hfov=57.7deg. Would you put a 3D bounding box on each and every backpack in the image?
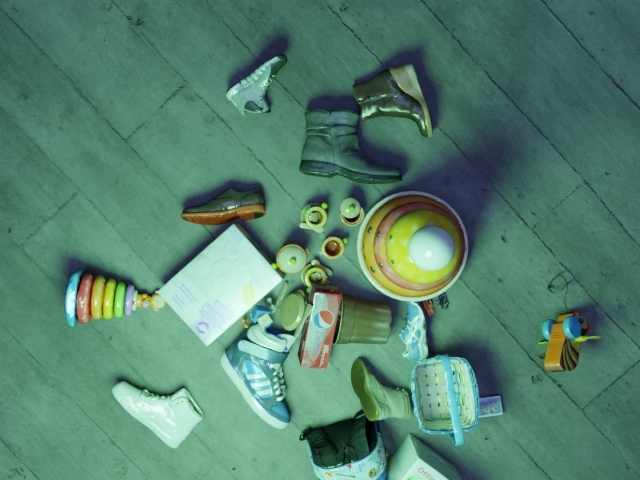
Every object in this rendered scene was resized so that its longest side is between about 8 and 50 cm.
[{"bbox_3d":[0.086,0.676,1.804,0.277,0.263,0.213,-23,94,2],"label":"backpack"}]

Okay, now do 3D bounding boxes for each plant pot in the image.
[{"bbox_3d":[0.131,0.257,1.834,0.165,0.167,0.166,8,94,-6],"label":"plant pot"}]

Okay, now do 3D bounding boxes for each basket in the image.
[{"bbox_3d":[0.378,0.464,1.762,0.201,0.289,0.254,-7,84,6],"label":"basket"}]

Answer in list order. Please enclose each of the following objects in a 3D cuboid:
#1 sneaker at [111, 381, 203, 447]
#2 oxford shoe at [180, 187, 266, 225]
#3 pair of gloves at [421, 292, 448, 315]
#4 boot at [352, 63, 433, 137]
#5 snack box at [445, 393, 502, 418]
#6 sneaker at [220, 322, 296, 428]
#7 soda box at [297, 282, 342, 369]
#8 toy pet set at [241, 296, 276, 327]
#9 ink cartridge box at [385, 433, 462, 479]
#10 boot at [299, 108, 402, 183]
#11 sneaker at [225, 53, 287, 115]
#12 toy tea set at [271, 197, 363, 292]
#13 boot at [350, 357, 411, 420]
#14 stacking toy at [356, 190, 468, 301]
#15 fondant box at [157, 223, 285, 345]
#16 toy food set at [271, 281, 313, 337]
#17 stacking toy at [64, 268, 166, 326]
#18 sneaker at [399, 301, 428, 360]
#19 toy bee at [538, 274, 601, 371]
[{"bbox_3d":[-0.520,0.522,1.897,0.292,0.108,0.169,44,92,-11],"label":"sneaker"},{"bbox_3d":[-0.314,-0.111,1.864,0.272,0.097,0.098,-6,74,-2],"label":"oxford shoe"},{"bbox_3d":[0.372,0.200,1.892,0.083,0.010,0.074,-23,91,0],"label":"pair of gloves"},{"bbox_3d":[0.231,-0.416,1.838,0.207,0.090,0.248,-19,97,16],"label":"boot"},{"bbox_3d":[0.503,0.550,1.904,0.178,0.022,0.064,-9,91,2],"label":"snack box"},{"bbox_3d":[-0.143,0.415,1.860,0.236,0.130,0.322,-41,86,8],"label":"sneaker"},{"bbox_3d":[-0.005,0.273,1.838,0.092,0.083,0.263,6,106,-13],"label":"soda box"},{"bbox_3d":[-0.202,0.227,1.846,0.122,0.114,0.065,-32,117,-4],"label":"toy pet set"},{"bbox_3d":[0.292,0.804,1.838,0.198,0.197,0.270,37,93,-1],"label":"ink cartridge box"},{"bbox_3d":[0.105,-0.300,1.822,0.339,0.118,0.222,9,89,-3],"label":"boot"},{"bbox_3d":[-0.175,-0.476,1.837,0.229,0.086,0.132,-32,97,13],"label":"sneaker"},{"bbox_3d":[0.000,0.000,1.821,0.200,0.124,0.336,30,94,-11],"label":"toy tea set"},{"bbox_3d":[0.196,0.481,1.873,0.165,0.213,0.077,11,130,-33],"label":"boot"},{"bbox_3d":[0.285,0.009,1.641,0.351,0.480,0.350,0,88,2],"label":"stacking toy"},{"bbox_3d":[-0.314,0.140,1.866,0.330,0.096,0.238,-42,92,5],"label":"fondant box"},{"bbox_3d":[-0.081,0.222,1.841,0.039,0.192,0.132,20,100,-35],"label":"toy food set"},{"bbox_3d":[-0.650,0.191,1.868,0.302,0.166,0.175,6,93,-13],"label":"stacking toy"},{"bbox_3d":[0.296,0.287,1.865,0.081,0.080,0.211,-7,92,-1],"label":"sneaker"},{"bbox_3d":[0.791,0.284,1.813,0.162,0.195,0.298,29,83,-24],"label":"toy bee"}]
